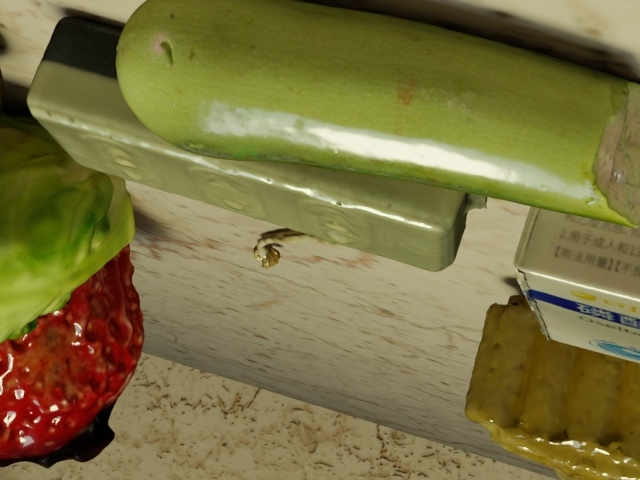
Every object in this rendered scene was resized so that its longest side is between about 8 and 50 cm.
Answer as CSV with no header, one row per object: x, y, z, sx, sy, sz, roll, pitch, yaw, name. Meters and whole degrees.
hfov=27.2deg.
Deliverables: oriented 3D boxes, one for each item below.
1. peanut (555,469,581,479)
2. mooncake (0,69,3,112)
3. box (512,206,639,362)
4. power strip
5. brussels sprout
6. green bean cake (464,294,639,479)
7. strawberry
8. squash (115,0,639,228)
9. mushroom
0.281,0.193,1.306,0.125,0.111,0.274,10,167,17,peanut
-0.321,-0.090,0.796,0.234,0.117,0.235,6,158,2,mooncake
0.289,0.052,0.736,0.343,0.065,0.200,14,169,19,box
-0.031,-0.051,0.748,0.256,0.070,0.105,15,169,10,power strip
-0.250,-0.008,0.967,0.223,0.223,0.161,7,126,46,brussels sprout
0.248,0.136,1.033,0.229,0.131,0.224,12,168,33,green bean cake
-0.306,0.036,1.227,0.291,0.310,0.292,9,-157,-4,strawberry
0.024,-0.064,0.591,0.250,0.083,0.083,12,168,14,squash
-0.006,-0.001,1.077,0.028,0.026,0.286,5,172,-21,mushroom
